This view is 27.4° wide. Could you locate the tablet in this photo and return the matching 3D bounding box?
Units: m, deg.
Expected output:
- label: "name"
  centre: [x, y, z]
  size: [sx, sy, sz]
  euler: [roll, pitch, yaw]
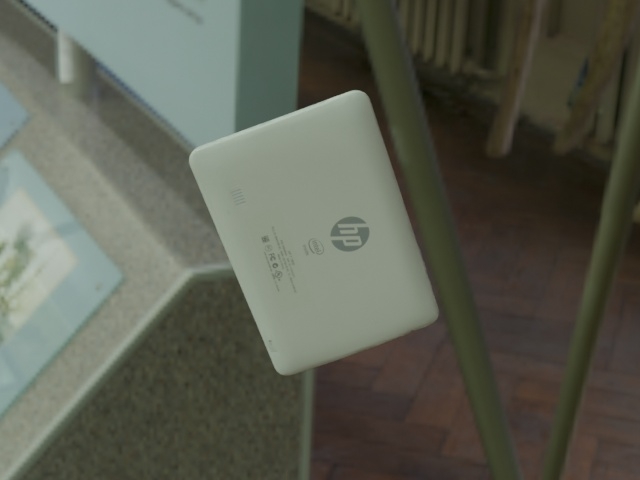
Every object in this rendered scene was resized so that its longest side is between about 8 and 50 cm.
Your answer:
- label: "tablet"
  centre: [0.000, 0.000, 0.387]
  size: [0.054, 0.083, 0.006]
  euler: [-20, 31, 1]
